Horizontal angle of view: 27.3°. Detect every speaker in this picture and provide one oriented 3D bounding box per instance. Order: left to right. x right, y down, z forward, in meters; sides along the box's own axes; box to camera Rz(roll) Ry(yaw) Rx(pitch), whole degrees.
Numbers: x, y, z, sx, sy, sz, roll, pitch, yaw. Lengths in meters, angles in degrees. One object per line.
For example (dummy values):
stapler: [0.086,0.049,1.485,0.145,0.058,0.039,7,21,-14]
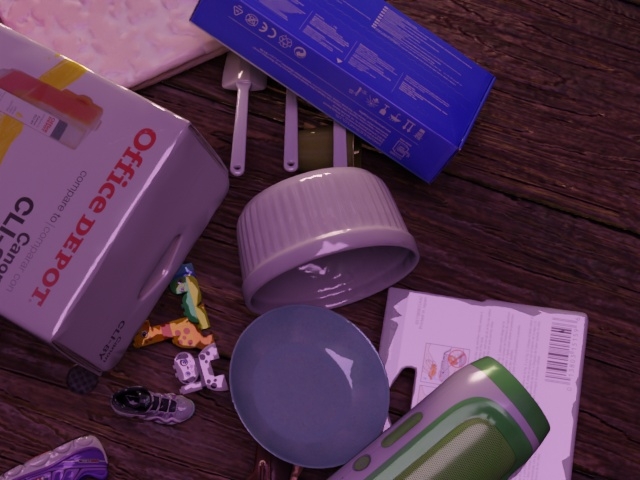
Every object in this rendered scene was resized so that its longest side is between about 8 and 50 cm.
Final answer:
speaker: [0.104,0.260,1.434,0.296,0.131,0.131,-39,81,-8]

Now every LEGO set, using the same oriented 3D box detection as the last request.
LEGO set: [-0.183,0.080,1.537,0.093,0.087,0.227,-16,83,-6]

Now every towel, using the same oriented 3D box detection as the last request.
towel: [-0.262,-0.343,1.663,0.317,0.053,0.332,-27,78,-10]

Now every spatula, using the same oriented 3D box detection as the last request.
spatula: [-0.039,-0.159,1.593,0.168,0.019,0.242,2,49,-1]

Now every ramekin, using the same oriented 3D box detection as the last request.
ramekin: [0.000,0.000,1.511,0.207,0.207,0.109,-14,70,-8]

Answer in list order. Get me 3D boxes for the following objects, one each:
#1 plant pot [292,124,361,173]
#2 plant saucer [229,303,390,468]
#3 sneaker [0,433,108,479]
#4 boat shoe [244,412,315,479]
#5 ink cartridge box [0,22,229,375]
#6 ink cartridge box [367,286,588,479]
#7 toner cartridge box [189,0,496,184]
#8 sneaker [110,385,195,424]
plant pot: [0.007,-0.109,1.611,0.079,0.083,0.083,0,74,9]
plant saucer: [-0.016,0.169,1.497,0.195,0.037,0.195,9,63,-18]
sneaker: [-0.318,0.280,1.479,0.170,0.068,0.071,-25,83,-11]
boat shoe: [-0.066,0.288,1.491,0.073,0.073,0.207,19,65,-9]
ink cartridge box: [-0.338,-0.070,1.462,0.385,0.160,0.279,28,80,20]
ink cartridge box: [0.178,0.206,1.541,0.239,0.060,0.275,8,74,7]
toner cartridge box: [0.031,-0.229,1.582,0.348,0.075,0.165,34,44,-3]
sneaker: [-0.194,0.188,1.511,0.098,0.069,0.038,3,75,-3]
